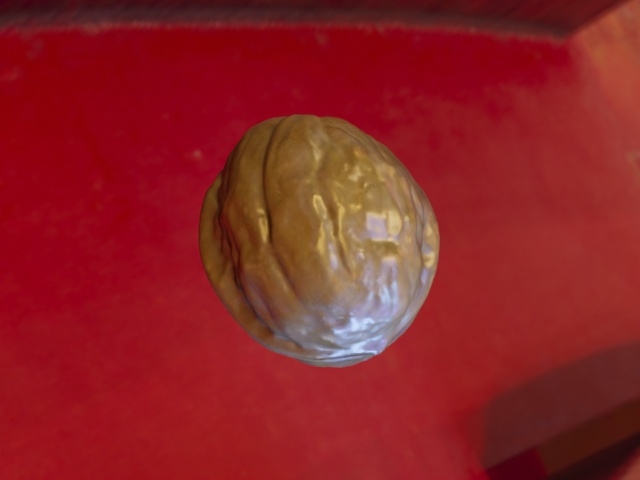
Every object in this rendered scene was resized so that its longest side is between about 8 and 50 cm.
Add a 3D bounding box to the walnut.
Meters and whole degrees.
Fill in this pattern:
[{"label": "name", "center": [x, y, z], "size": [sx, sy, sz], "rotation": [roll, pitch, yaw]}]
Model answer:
[{"label": "walnut", "center": [0.000, 0.000, 0.561], "size": [0.092, 0.092, 0.092], "rotation": [39, 34, -32]}]
